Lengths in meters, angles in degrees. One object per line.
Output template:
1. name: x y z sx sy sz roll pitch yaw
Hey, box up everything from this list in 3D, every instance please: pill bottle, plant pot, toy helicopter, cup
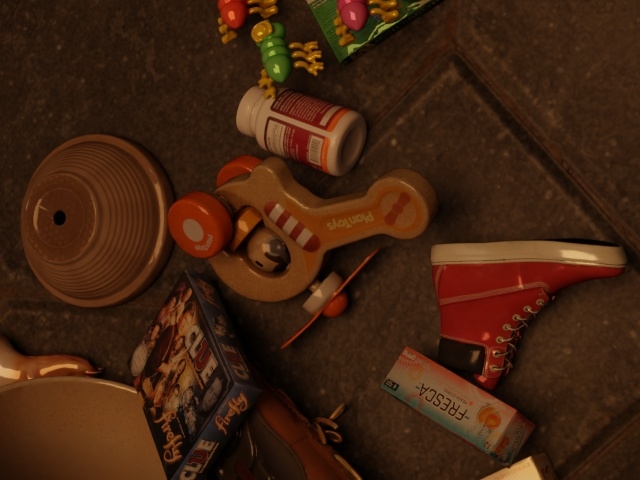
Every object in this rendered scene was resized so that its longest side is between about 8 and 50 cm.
1. pill bottle: -0.025 -0.142 1.939 0.152 0.086 0.086 22 97 24
2. plant pot: -0.319 -0.029 2.058 0.237 0.110 0.237 -2 86 25
3. toy helicopter: 0.000 0.000 1.882 0.355 0.140 0.235 -14 108 40
4. cup: -0.320 0.363 1.961 0.331 0.331 0.237 25 125 23

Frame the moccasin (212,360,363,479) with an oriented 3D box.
1. moccasin: -0.026 0.272 1.897 0.380 0.147 0.139 41 121 39

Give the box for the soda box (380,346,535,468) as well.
1. soda box: 0.161 0.196 1.821 0.183 0.058 0.063 29 83 41

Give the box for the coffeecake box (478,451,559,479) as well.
1. coffeecake box: 0.234 0.363 1.810 0.142 0.068 0.185 -29 77 20

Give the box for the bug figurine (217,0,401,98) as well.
1. bug figurine: -0.022 -0.309 1.903 0.279 0.072 0.216 -30 58 20

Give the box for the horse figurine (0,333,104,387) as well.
1. horse figurine: -0.442 0.196 2.131 0.263 0.066 0.174 28 105 21

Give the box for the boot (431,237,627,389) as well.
1. boot: 0.246 0.086 1.808 0.244 0.088 0.176 -5 86 33

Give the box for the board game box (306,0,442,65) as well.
1. board game box: 0.101 -0.343 1.921 0.260 0.030 0.136 -31 78 21

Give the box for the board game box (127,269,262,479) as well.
1. board game box: -0.163 0.170 1.934 0.165 0.042 0.243 -57 34 19
